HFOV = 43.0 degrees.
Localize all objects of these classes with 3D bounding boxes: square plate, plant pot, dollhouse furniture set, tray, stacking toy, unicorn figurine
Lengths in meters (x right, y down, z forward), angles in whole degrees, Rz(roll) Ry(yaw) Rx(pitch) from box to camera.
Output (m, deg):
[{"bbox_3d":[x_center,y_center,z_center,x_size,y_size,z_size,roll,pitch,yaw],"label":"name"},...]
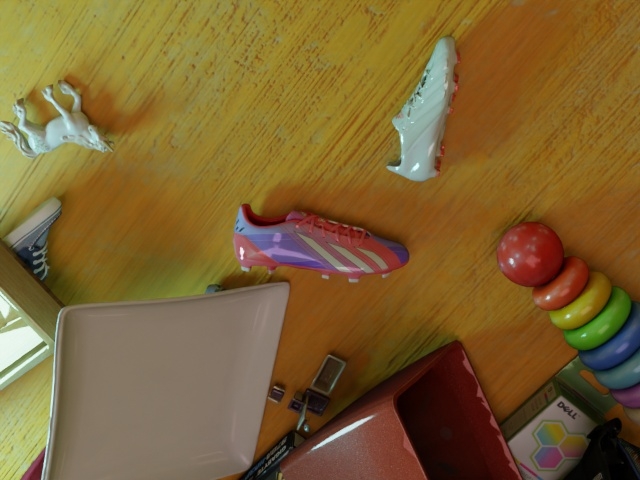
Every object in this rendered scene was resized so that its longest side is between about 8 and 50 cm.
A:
[{"bbox_3d":[-0.223,0.218,1.158,0.347,0.049,0.344,-4,117,-37],"label":"square plate"},{"bbox_3d":[0.106,0.330,1.132,0.236,0.267,0.267,-26,87,29],"label":"plant pot"},{"bbox_3d":[-0.019,0.223,1.210,0.091,0.081,0.114,25,110,-5],"label":"dollhouse furniture set"},{"bbox_3d":[-0.566,0.158,1.205,0.411,0.076,0.203,-33,105,26],"label":"tray"},{"bbox_3d":[0.374,0.100,1.119,0.330,0.141,0.141,43,108,-4],"label":"stacking toy"},{"bbox_3d":[-0.355,-0.158,1.115,0.162,0.060,0.111,-16,110,28],"label":"unicorn figurine"}]

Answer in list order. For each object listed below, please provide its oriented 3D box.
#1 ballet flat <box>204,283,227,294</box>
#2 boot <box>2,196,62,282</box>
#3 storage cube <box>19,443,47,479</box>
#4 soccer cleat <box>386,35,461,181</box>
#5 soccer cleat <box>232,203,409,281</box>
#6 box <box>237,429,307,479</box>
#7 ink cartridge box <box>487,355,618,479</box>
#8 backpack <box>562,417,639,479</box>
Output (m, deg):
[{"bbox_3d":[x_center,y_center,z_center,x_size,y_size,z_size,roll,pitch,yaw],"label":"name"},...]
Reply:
[{"bbox_3d":[-0.167,0.114,1.210,0.041,0.041,0.114,16,111,-1],"label":"ballet flat"},{"bbox_3d":[-0.418,0.018,1.181,0.190,0.069,0.086,-35,109,25],"label":"boot"},{"bbox_3d":[-0.393,0.425,1.259,0.184,0.193,0.215,36,110,-9],"label":"storage cube"},{"bbox_3d":[0.135,-0.171,1.060,0.076,0.068,0.196,11,114,4],"label":"soccer cleat"},{"bbox_3d":[0.000,0.000,1.130,0.248,0.083,0.095,3,106,7],"label":"soccer cleat"},{"bbox_3d":[-0.049,0.428,1.301,0.175,0.051,0.220,39,109,-14],"label":"box"},{"bbox_3d":[0.357,0.278,1.210,0.109,0.062,0.209,39,109,-10],"label":"ink cartridge box"},{"bbox_3d":[0.418,0.438,1.102,0.213,0.263,0.276,23,112,-13],"label":"backpack"}]
